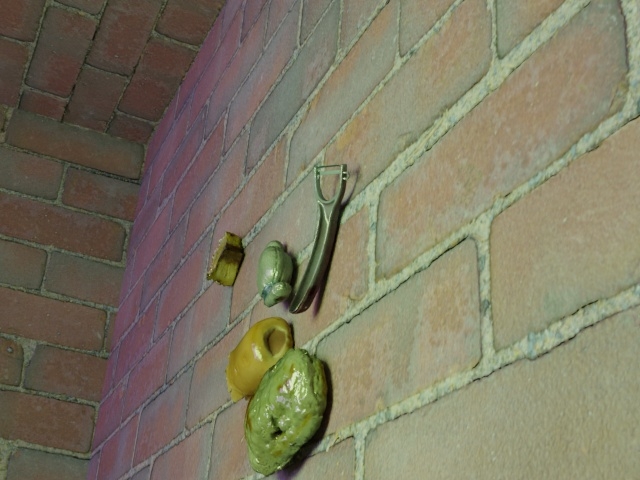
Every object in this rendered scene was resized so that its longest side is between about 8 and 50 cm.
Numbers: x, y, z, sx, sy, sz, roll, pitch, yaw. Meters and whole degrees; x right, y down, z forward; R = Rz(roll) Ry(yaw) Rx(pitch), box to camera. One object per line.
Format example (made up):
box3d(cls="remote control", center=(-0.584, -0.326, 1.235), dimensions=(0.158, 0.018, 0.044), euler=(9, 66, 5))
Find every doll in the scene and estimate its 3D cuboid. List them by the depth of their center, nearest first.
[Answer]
box3d(cls="doll", center=(-0.095, 0.067, 1.857), dimensions=(0.214, 0.071, 0.104), euler=(-111, 42, -64))

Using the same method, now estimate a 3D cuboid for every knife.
box3d(cls="knife", center=(0.002, 0.001, 1.670), dimensions=(0.123, 0.053, 0.278), euler=(1, 78, 65))

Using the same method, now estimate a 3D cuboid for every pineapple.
box3d(cls="pineapple", center=(-0.227, 0.037, 2.248), dimensions=(0.116, 0.069, 0.137), euler=(142, 140, -61))

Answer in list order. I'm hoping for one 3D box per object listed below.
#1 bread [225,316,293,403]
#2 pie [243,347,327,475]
box3d(cls="bread", center=(-0.120, 0.227, 1.789), dimensions=(0.173, 0.085, 0.134), euler=(127, 150, -48))
box3d(cls="pie", center=(-0.069, 0.286, 1.605), dimensions=(0.248, 0.089, 0.201), euler=(-54, 25, 38))
